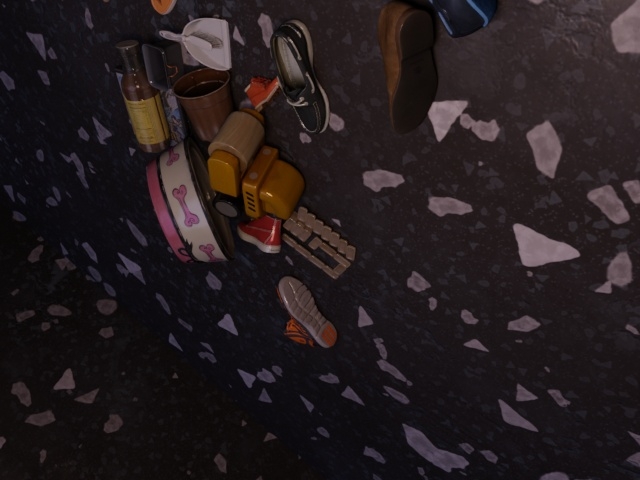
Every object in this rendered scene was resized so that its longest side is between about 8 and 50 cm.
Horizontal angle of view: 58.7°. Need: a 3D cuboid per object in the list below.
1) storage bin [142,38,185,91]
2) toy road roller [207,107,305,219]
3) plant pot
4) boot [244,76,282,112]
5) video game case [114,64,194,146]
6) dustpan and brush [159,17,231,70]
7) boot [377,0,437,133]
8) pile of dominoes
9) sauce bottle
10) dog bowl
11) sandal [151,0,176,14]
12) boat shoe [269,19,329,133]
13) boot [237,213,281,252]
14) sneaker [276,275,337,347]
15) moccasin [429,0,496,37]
[{"bbox_3d":[-0.451,-0.524,1.682,0.098,0.091,0.135,24,138,23],"label":"storage bin"},{"bbox_3d":[-0.174,-0.195,1.648,0.241,0.202,0.329,18,149,9],"label":"toy road roller"},{"bbox_3d":[-0.322,-0.386,1.650,0.167,0.167,0.165,18,142,28],"label":"plant pot"},{"bbox_3d":[-0.152,-0.417,1.550,0.158,0.059,0.084,-25,101,51],"label":"boot"},{"bbox_3d":[-0.546,-0.435,1.889,0.275,0.035,0.248,20,136,26],"label":"video game case"},{"bbox_3d":[-0.353,-0.561,1.588,0.211,0.060,0.147,25,138,22],"label":"dustpan and brush"},{"bbox_3d":[0.186,-0.385,1.279,0.115,0.112,0.305,53,159,41],"label":"boot"},{"bbox_3d":[0.000,0.000,1.829,0.251,0.040,0.196,37,141,-5],"label":"pile of dominoes"},{"bbox_3d":[-0.554,-0.446,1.775,0.111,0.111,0.344,20,134,27],"label":"sauce bottle"},{"bbox_3d":[-0.405,-0.108,1.781,0.408,0.150,0.407,161,90,-89],"label":"dog bowl"},{"bbox_3d":[-0.412,-0.692,1.506,0.102,0.076,0.265,44,141,-1],"label":"sandal"},{"bbox_3d":[-0.060,-0.399,1.454,0.114,0.091,0.302,4,128,34],"label":"boat shoe"},{"bbox_3d":[-0.196,-0.075,1.891,0.244,0.088,0.176,25,111,52],"label":"boot"},{"bbox_3d":[-0.093,0.275,2.070,0.180,0.124,0.321,-15,114,46],"label":"sneaker"},{"bbox_3d":[0.190,-0.530,1.089,0.342,0.138,0.117,52,145,-9],"label":"moccasin"}]
